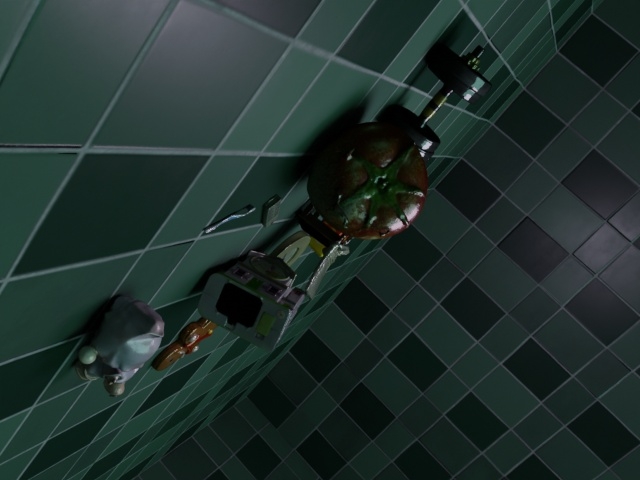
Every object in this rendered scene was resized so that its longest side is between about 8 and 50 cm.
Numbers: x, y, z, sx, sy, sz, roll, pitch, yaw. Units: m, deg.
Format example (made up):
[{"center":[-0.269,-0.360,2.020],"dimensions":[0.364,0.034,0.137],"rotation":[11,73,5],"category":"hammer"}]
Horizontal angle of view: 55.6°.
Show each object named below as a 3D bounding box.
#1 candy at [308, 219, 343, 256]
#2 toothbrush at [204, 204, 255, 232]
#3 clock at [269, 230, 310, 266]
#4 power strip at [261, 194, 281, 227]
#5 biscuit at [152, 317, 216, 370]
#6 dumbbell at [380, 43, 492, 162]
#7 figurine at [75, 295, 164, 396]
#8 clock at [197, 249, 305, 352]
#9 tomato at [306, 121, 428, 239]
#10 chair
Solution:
[{"center":[0.081,-0.072,2.163],"dimensions":[0.276,0.088,0.146],"rotation":[-51,169,22],"category":"candy"},{"center":[-0.207,-0.049,1.403],"dimensions":[0.162,0.017,0.014],"rotation":[-34,158,-46],"category":"toothbrush"},{"center":[-0.129,0.059,2.039],"dimensions":[0.235,0.029,0.235],"rotation":[-41,167,-11],"category":"clock"},{"center":[-0.129,-0.073,1.592],"dimensions":[0.051,0.019,0.136],"rotation":[-42,168,-24],"category":"power strip"},{"center":[-0.390,0.301,1.913],"dimensions":[0.324,0.049,0.205],"rotation":[-37,167,-27],"category":"biscuit"},{"center":[0.319,-0.380,1.703],"dimensions":[0.388,0.185,0.185],"rotation":[-50,168,24],"category":"dumbbell"},{"center":[-0.430,0.233,1.308],"dimensions":[0.276,0.133,0.200],"rotation":[-52,170,33],"category":"figurine"},{"center":[-0.169,0.144,1.714],"dimensions":[0.166,0.235,0.309],"rotation":[-65,174,18],"category":"clock"},{"center":[0.117,-0.148,1.557],"dimensions":[0.303,0.303,0.239],"rotation":[-44,-163,-6],"category":"tomato"},{"center":[0.000,0.000,1.838],"dimensions":[0.319,0.186,0.160],"rotation":[-51,171,-9],"category":"chair"}]
